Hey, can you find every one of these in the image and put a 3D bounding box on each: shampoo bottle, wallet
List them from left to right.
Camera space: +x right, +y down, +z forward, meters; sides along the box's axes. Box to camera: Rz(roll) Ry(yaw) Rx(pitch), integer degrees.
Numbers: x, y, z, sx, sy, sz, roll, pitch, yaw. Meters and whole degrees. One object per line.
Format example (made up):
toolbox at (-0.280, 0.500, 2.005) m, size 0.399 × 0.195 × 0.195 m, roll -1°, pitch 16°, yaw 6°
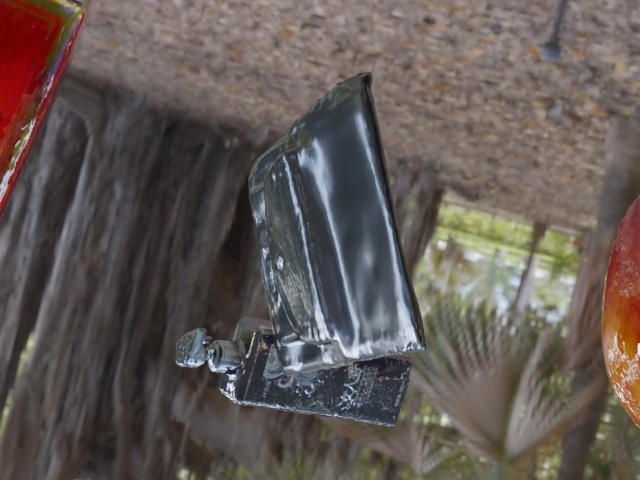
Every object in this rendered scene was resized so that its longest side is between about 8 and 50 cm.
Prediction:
shampoo bottle at (-0.032, 0.154, 1.342) m, size 0.309 × 0.098 × 0.071 m, roll 14°, pitch -172°, yaw -32°
wallet at (0.000, 0.000, 1.079) m, size 0.041 × 0.247 × 0.323 m, roll -10°, pitch 174°, yaw -26°

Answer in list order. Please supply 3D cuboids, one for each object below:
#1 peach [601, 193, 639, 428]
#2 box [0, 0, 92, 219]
peach at (0.453, 0.068, 1.158) m, size 0.370 × 0.370 × 0.370 m, roll 14°, pitch 180°, yaw 0°
box at (-0.214, -0.112, 0.732) m, size 0.089 × 0.197 × 0.313 m, roll 22°, pitch -161°, yaw -16°
